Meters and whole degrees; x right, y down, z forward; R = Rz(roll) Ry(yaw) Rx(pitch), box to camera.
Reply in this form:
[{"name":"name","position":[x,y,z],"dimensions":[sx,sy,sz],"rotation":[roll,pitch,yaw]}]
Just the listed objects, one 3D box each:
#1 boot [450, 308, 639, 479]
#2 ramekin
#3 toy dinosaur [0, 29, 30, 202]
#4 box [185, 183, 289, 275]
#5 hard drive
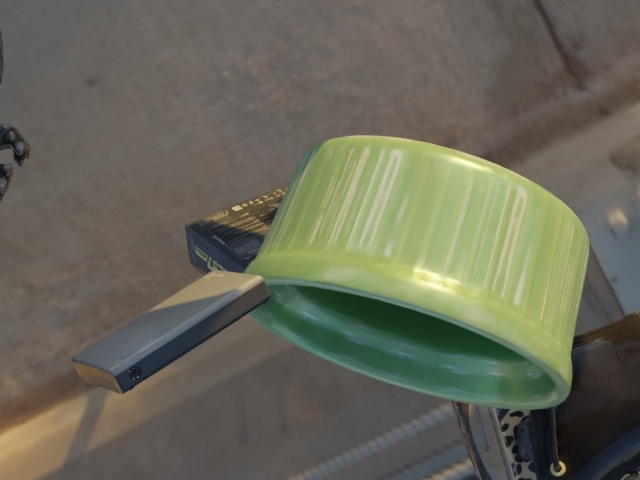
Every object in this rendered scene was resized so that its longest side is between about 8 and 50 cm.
[{"name":"boot","position":[0.320,0.248,1.747],"dimensions":[0.284,0.138,0.377],"rotation":[-23,109,1]},{"name":"ramekin","position":[0.090,0.028,1.416],"dimensions":[0.303,0.303,0.148],"rotation":[19,74,-1]},{"name":"toy dinosaur","position":[-0.299,-0.042,1.120],"dimensions":[0.160,0.121,0.313],"rotation":[17,68,-5]},{"name":"box","position":[0.000,0.000,1.708],"dimensions":[0.233,0.183,0.059],"rotation":[-23,123,-26]},{"name":"hard drive","position":[-0.112,0.066,1.199],"dimensions":[0.135,0.094,0.022],"rotation":[-32,106,-23]}]
